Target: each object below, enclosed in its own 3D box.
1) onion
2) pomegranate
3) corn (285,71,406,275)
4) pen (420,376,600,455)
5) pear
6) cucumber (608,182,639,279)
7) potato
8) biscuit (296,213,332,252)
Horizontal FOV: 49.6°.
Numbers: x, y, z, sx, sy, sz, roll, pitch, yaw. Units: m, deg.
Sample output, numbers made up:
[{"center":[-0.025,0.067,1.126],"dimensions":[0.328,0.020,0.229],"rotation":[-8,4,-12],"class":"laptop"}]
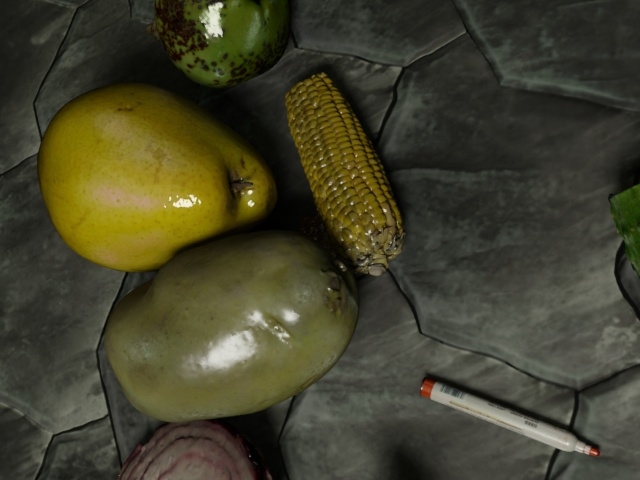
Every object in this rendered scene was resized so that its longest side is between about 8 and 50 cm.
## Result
[{"center":[-0.167,0.374,0.904],"dimensions":[0.314,0.146,0.280],"rotation":[-58,38,0],"class":"onion"},{"center":[-0.178,-0.356,1.064],"dimensions":[0.276,0.204,0.222],"rotation":[19,66,25],"class":"pomegranate"},{"center":[0.031,-0.097,0.957],"dimensions":[0.115,0.115,0.318],"rotation":[-27,67,15],"class":"corn"},{"center":[0.222,0.212,0.829],"dimensions":[0.218,0.026,0.026],"rotation":[17,83,26],"class":"pen"},{"center":[-0.229,-0.094,0.977],"dimensions":[0.336,0.285,0.285],"rotation":[-12,71,13],"class":"pear"},{"center":[0.409,0.041,0.743],"dimensions":[0.134,0.134,0.245],"rotation":[-14,74,20],"class":"cucumber"},{"center":[-0.106,0.109,0.884],"dimensions":[0.326,0.243,0.221],"rotation":[-22,77,4],"class":"potato"},{"center":[0.000,0.000,0.992],"dimensions":[0.082,0.016,0.092],"rotation":[-39,65,4],"class":"biscuit"}]
